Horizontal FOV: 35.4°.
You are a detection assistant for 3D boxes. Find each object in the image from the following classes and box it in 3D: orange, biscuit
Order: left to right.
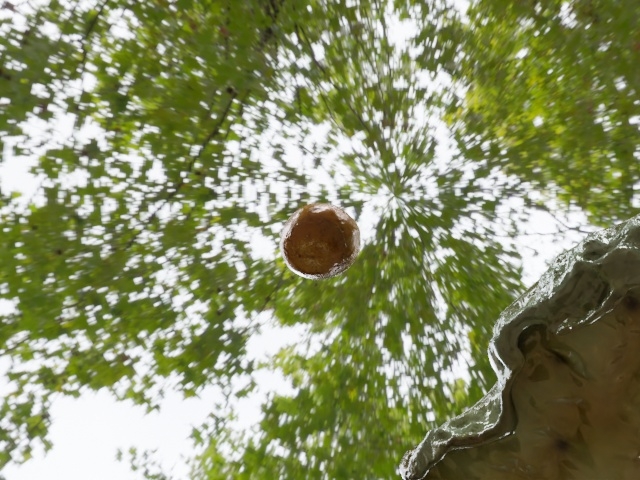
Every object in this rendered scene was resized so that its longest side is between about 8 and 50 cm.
[{"bbox_3d":[0.000,0.000,1.022,0.083,0.070,0.083,5,-65,10],"label":"orange"},{"bbox_3d":[0.204,0.119,0.701,0.335,0.078,0.329,-12,-66,25],"label":"biscuit"}]
